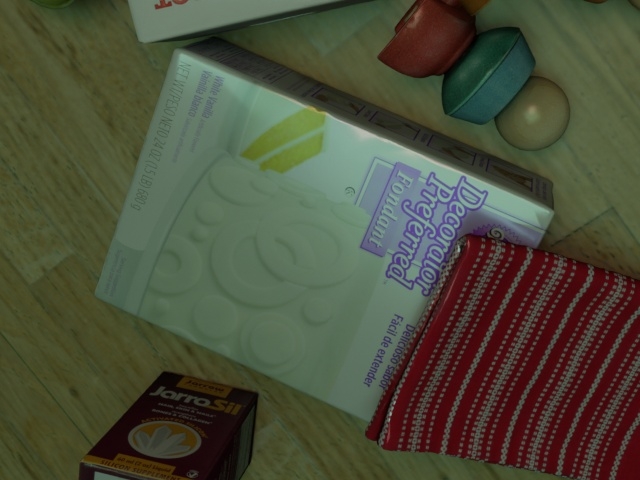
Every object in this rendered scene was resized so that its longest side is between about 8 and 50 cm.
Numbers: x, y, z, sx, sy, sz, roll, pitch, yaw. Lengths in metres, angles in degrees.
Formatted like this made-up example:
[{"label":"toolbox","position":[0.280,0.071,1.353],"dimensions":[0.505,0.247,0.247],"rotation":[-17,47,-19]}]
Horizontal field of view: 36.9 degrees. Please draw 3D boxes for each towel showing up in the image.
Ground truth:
[{"label":"towel","position":[0.194,0.111,0.789],"dimensions":[0.275,0.031,0.198],"rotation":[15,110,-23]}]

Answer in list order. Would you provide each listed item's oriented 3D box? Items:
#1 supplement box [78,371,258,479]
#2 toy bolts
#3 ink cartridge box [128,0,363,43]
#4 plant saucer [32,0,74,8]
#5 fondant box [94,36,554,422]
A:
[{"label":"supplement box","position":[-0.132,0.199,0.863],"dimensions":[0.104,0.188,0.080],"rotation":[11,107,9]},{"label":"toy bolts","position":[0.164,-0.159,0.702],"dimensions":[0.158,0.218,0.228],"rotation":[38,128,-7]},{"label":"ink cartridge box","position":[-0.064,-0.307,0.737],"dimensions":[0.201,0.117,0.278],"rotation":[-9,104,14]},{"label":"plant saucer","position":[-0.246,-0.304,0.759],"dimensions":[0.241,0.037,0.241],"rotation":[36,147,29]},{"label":"fondant box","position":[0.000,0.000,0.827],"dimensions":[0.330,0.096,0.238],"rotation":[23,110,3]}]
